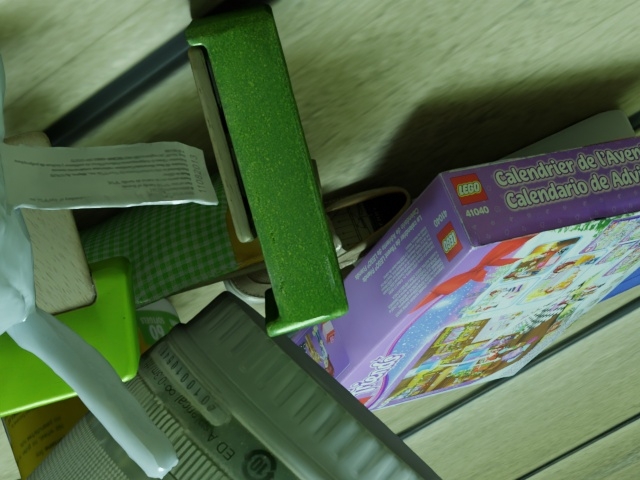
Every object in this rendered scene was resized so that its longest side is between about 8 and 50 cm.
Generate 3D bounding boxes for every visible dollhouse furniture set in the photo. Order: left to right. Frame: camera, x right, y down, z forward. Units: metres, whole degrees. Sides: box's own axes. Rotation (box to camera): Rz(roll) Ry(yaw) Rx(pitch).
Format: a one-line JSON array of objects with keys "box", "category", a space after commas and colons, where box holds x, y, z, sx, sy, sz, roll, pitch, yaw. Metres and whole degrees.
[{"box": [-0.102, -0.033, 1.062, 0.198, 0.151, 0.301, -16, -171, 1], "category": "dollhouse furniture set"}]

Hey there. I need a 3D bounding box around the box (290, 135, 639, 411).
[{"box": [0.109, 0.030, 1.338, 0.201, 0.057, 0.293, -12, 158, -31], "category": "box"}]

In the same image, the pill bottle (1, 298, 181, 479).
[{"box": [-0.121, 0.171, 1.304, 0.136, 0.245, 0.136, -20, 161, -7], "category": "pill bottle"}]

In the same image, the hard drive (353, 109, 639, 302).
[{"box": [0.156, 0.008, 1.481, 0.210, 0.040, 0.319, -25, 161, 8], "category": "hard drive"}]

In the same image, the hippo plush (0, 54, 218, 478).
[{"box": [-0.222, -0.048, 0.774, 0.294, 0.234, 0.236, 10, 177, -32], "category": "hippo plush"}]

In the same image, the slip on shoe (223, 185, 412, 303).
[{"box": [0.000, 0.000, 1.276, 0.135, 0.051, 0.041, -19, 166, -19], "category": "slip on shoe"}]

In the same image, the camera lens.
[{"box": [-0.073, 0.194, 1.109, 0.274, 0.219, 0.219, -48, 159, 0], "category": "camera lens"}]
